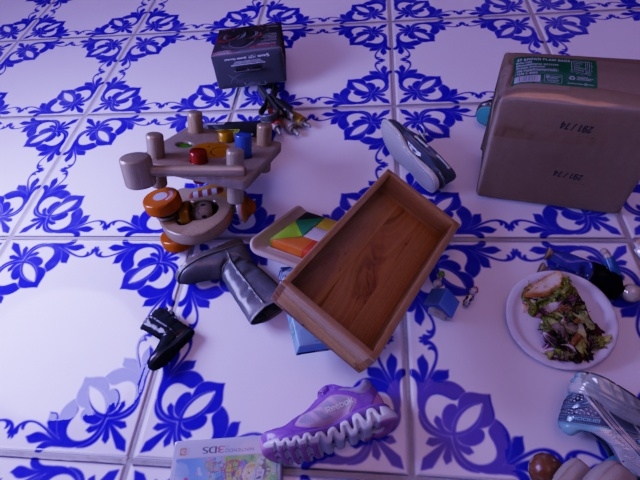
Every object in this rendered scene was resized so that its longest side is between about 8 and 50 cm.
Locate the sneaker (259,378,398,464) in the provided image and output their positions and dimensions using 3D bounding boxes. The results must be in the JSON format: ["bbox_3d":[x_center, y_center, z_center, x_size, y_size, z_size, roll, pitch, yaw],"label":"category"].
[{"bbox_3d":[0.009,0.308,0.760,0.237,0.095,0.104,-13,48,-12],"label":"sneaker"}]

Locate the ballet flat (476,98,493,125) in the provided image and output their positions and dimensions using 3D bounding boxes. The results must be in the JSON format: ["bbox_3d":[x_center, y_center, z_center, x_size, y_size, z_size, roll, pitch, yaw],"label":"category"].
[{"bbox_3d":[0.562,-0.326,1.167,0.281,0.095,0.096,30,50,25],"label":"ballet flat"}]

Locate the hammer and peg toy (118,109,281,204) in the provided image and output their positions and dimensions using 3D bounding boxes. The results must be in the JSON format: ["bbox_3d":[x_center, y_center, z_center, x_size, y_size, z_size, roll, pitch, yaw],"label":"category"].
[{"bbox_3d":[-0.252,-0.168,0.963,0.266,0.127,0.361,12,33,7],"label":"hammer and peg toy"}]

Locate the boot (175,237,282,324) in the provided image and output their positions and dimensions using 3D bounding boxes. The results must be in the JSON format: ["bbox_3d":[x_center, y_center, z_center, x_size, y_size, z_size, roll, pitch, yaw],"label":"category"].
[{"bbox_3d":[-0.193,0.104,0.950,0.190,0.076,0.208,-30,63,-14],"label":"boot"}]

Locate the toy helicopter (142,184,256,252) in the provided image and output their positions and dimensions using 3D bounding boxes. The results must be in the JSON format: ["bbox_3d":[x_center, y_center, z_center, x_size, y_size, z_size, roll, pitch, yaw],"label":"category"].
[{"bbox_3d":[-0.242,-0.115,1.078,0.235,0.140,0.355,6,42,18],"label":"toy helicopter"}]

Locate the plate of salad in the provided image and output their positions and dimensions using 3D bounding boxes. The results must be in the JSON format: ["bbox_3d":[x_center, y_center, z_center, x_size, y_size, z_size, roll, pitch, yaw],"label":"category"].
[{"bbox_3d":[0.465,0.146,0.838,0.200,0.048,0.199,-4,62,8],"label":"plate of salad"}]

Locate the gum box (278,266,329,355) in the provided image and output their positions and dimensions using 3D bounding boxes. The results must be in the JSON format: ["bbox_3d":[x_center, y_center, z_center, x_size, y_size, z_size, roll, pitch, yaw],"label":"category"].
[{"bbox_3d":[0.008,0.132,0.891,0.157,0.041,0.184,-3,51,-18],"label":"gum box"}]

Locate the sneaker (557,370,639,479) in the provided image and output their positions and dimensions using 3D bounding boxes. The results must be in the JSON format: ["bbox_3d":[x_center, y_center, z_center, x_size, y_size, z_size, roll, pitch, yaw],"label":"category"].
[{"bbox_3d":[0.520,0.339,0.689,0.283,0.110,0.122,32,81,29],"label":"sneaker"}]

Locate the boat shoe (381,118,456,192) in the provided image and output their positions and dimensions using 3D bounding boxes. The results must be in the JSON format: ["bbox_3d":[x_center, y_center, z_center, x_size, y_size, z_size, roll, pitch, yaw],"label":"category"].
[{"bbox_3d":[0.248,-0.233,1.127,0.079,0.095,0.254,-27,57,-11],"label":"boat shoe"}]

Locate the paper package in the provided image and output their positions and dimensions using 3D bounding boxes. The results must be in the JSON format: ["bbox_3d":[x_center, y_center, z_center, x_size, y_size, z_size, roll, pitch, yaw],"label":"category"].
[{"bbox_3d":[0.537,-0.232,0.961,0.325,0.309,0.168,10,55,15],"label":"paper package"}]

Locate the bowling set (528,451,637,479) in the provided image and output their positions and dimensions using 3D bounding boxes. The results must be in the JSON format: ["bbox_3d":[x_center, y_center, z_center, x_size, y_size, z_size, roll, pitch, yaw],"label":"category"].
[{"bbox_3d":[0.356,0.417,0.618,0.154,0.200,0.286,-36,100,-14],"label":"bowling set"}]

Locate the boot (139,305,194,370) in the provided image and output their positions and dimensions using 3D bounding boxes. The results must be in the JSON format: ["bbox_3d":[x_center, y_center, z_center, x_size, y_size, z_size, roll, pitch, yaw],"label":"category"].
[{"bbox_3d":[-0.334,0.199,0.904,0.099,0.045,0.121,29,54,22],"label":"boot"}]

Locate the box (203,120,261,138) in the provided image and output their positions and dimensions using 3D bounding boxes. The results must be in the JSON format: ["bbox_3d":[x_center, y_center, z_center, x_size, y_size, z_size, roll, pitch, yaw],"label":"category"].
[{"bbox_3d":[-0.262,-0.284,1.223,0.191,0.045,0.184,0,38,7],"label":"box"}]

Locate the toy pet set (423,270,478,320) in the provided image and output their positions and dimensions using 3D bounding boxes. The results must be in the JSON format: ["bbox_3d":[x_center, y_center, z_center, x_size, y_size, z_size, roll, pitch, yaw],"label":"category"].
[{"bbox_3d":[0.255,0.099,0.899,0.122,0.065,0.114,25,60,23],"label":"toy pet set"}]

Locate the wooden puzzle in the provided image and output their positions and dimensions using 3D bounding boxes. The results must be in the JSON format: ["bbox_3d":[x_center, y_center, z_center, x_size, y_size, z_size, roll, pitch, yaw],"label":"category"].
[{"bbox_3d":[0.000,0.000,0.967,0.239,0.044,0.221,23,35,19],"label":"wooden puzzle"}]

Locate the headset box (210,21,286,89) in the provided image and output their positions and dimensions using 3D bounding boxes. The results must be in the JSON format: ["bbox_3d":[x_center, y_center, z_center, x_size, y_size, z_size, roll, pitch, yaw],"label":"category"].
[{"bbox_3d":[-0.223,-0.594,1.406,0.218,0.110,0.293,-7,42,1],"label":"headset box"}]

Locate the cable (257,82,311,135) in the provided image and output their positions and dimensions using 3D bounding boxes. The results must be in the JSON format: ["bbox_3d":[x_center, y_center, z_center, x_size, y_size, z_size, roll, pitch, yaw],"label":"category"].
[{"bbox_3d":[-0.148,-0.402,1.323,0.140,0.072,0.287,-16,44,-23],"label":"cable"}]

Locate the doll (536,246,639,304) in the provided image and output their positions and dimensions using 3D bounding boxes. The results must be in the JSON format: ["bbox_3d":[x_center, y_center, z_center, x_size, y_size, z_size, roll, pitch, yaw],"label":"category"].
[{"bbox_3d":[0.555,0.073,0.893,0.189,0.046,0.129,25,81,19],"label":"doll"}]

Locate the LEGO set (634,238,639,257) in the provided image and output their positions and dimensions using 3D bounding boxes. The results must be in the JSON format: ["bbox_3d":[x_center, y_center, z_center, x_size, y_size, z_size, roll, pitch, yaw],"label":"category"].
[{"bbox_3d":[0.704,0.090,0.831,0.132,0.107,0.286,11,56,14],"label":"LEGO set"}]

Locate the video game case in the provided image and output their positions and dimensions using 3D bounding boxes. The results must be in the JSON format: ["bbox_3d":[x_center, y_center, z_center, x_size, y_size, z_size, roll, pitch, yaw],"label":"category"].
[{"bbox_3d":[-0.159,0.439,0.719,0.194,0.023,0.212,-5,53,3],"label":"video game case"}]

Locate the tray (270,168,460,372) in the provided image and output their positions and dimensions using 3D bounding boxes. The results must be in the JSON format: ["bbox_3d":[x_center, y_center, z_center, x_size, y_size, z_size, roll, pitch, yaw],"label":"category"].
[{"bbox_3d":[0.108,0.035,0.865,0.203,0.076,0.411,39,52,5],"label":"tray"}]
